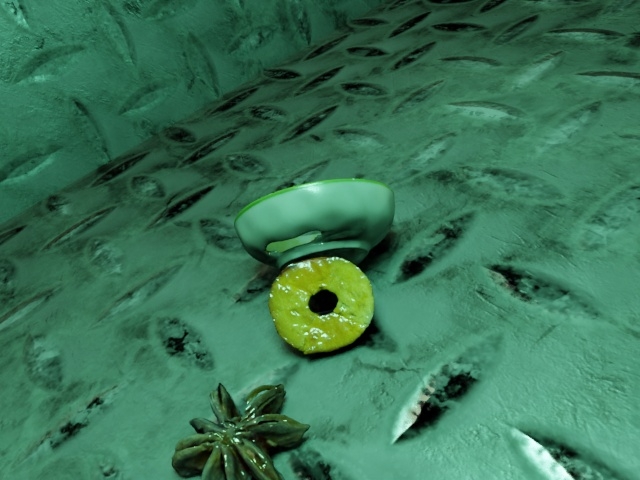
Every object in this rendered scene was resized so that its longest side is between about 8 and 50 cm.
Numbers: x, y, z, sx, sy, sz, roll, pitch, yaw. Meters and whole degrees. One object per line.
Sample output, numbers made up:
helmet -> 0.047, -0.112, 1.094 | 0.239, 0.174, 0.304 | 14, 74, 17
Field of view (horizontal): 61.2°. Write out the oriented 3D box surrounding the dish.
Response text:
dish -> 0.000, 0.000, 1.065 | 0.324, 0.324, 0.124 | -14, 74, 9

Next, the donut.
donut -> 0.006, 0.113, 0.987 | 0.190, 0.174, 0.074 | -29, -8, 6

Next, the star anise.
star anise -> -0.134, 0.313, 0.854 | 0.236, 0.093, 0.229 | -25, 42, 0
